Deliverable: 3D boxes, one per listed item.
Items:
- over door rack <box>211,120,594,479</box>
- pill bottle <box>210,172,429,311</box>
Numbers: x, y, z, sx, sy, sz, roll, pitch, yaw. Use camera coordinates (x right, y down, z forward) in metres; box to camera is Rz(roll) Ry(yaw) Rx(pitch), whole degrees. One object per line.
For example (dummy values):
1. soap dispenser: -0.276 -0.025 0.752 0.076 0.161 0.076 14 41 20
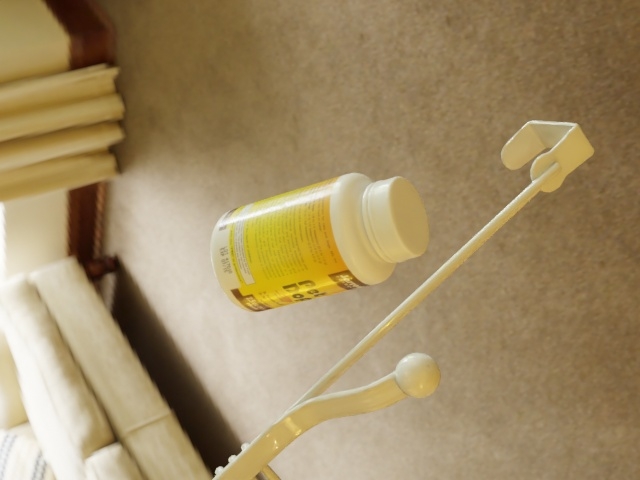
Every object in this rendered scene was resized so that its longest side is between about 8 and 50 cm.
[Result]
1. over door rack: 0.116 0.115 0.594 0.239 0.324 0.108 53 156 -20
2. pill bottle: 0.000 0.000 1.111 0.215 0.117 0.117 -16 95 30
